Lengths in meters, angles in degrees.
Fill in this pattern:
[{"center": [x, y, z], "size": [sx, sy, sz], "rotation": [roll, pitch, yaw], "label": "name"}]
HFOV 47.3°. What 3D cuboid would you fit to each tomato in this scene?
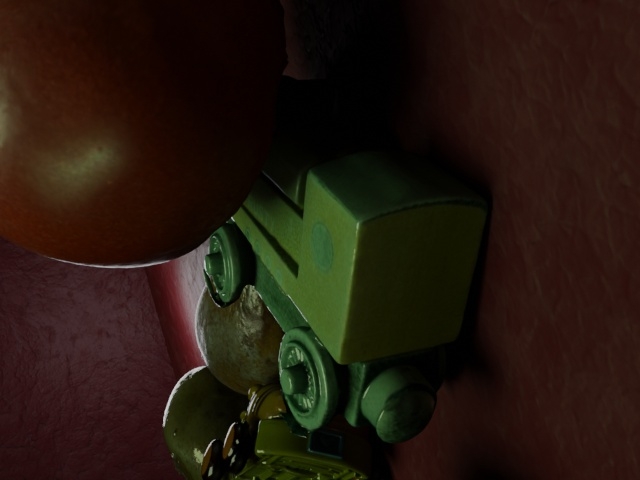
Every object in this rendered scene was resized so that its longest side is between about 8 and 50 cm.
[{"center": [-0.181, -0.150, 0.612], "size": [0.341, 0.273, 0.341], "rotation": [-16, 71, 59], "label": "tomato"}]

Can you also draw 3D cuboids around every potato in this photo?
[{"center": [-0.117, 0.334, 1.145], "size": [0.218, 0.203, 0.351], "rotation": [46, -170, -40], "label": "potato"}]

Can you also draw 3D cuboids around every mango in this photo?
[{"center": [-0.087, 0.107, 1.012], "size": [0.192, 0.146, 0.316], "rotation": [59, 150, 22], "label": "mango"}]

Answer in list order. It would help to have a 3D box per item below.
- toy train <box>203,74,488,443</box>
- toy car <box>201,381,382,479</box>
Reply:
[{"center": [0.000, 0.000, 0.707], "size": [0.397, 0.160, 0.253], "rotation": [-132, 41, -51], "label": "toy train"}, {"center": [-0.035, 0.254, 0.943], "size": [0.248, 0.201, 0.142], "rotation": [-45, 32, 51], "label": "toy car"}]
